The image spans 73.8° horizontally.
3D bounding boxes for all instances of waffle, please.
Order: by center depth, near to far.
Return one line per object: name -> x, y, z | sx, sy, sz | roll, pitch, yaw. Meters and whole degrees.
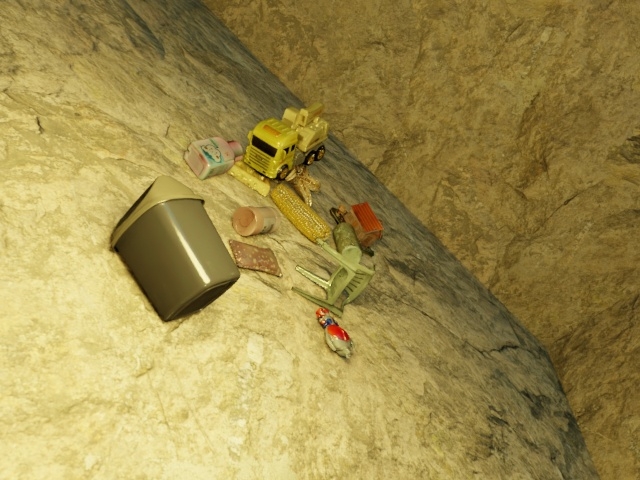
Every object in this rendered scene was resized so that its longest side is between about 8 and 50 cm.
waffle -> -0.317, -0.299, 1.710 | 0.274, 0.057, 0.168 | 32, 26, -28

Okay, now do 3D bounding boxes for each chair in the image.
chair -> 0.063, 0.126, 1.466 | 0.275, 0.203, 0.190 | 34, 14, -13

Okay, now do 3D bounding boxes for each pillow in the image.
pillow -> -0.198, 0.052, 1.342 | 0.185, 0.043, 0.118 | 18, 37, -47

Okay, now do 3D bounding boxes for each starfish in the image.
starfish -> -0.112, -0.291, 1.914 | 0.303, 0.113, 0.312 | 51, 24, -10

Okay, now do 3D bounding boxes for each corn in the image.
corn -> -0.079, -0.100, 1.725 | 0.310, 0.101, 0.101 | 43, 23, 3

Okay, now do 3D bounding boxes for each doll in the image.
doll -> 0.044, 0.291, 1.334 | 0.104, 0.062, 0.194 | 45, 7, -49

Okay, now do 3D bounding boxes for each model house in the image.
model house -> 0.197, -0.086, 2.094 | 0.207, 0.154, 0.293 | 21, 33, -46

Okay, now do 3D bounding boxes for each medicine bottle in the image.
medicine bottle -> -0.370, -0.299, 1.508 | 0.119, 0.094, 0.188 | 53, 43, 6

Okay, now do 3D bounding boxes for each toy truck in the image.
toy truck -> -0.119, -0.414, 1.732 | 0.181, 0.253, 0.405 | 32, 41, 17

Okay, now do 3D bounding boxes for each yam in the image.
yam -> 0.117, 0.020, 1.845 | 0.107, 0.107, 0.194 | 31, 27, -30

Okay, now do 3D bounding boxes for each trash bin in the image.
trash bin -> -0.335, 0.017, 0.974 | 0.290, 0.209, 0.182 | 56, 23, 11

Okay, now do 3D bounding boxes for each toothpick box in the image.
toothpick box -> -0.214, -0.067, 1.443 | 0.098, 0.098, 0.149 | 51, 23, 14

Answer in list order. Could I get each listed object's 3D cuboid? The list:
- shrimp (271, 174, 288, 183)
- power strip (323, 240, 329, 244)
shrimp -> -0.195, -0.302, 1.948 | 0.091, 0.034, 0.161 | 48, 25, 3
power strip -> 0.000, 0.000, 1.793 | 0.090, 0.016, 0.040 | 20, 33, -44
